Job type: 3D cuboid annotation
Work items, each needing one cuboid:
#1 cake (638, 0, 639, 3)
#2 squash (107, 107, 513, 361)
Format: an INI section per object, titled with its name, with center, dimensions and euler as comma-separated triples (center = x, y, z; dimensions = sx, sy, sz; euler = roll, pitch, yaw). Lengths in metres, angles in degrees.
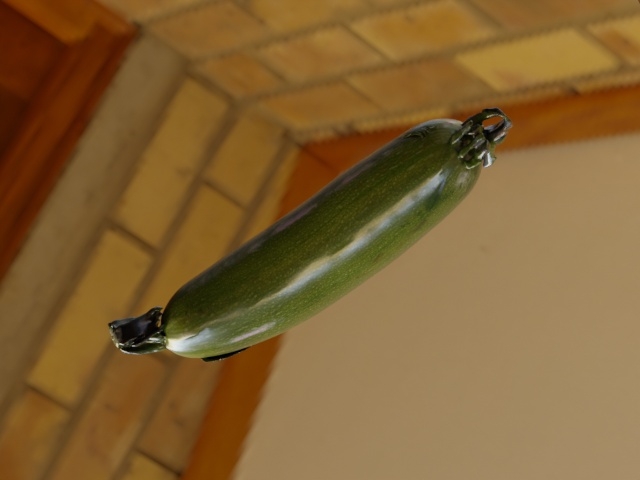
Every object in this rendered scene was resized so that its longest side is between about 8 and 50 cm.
[cake]
center = 0.148, -0.090, 0.641
dimensions = 0.113, 0.116, 0.295
euler = -16, -105, 12
[squash]
center = 0.001, 0.002, 1.335
dimensions = 0.318, 0.080, 0.071
euler = -31, -142, 15
